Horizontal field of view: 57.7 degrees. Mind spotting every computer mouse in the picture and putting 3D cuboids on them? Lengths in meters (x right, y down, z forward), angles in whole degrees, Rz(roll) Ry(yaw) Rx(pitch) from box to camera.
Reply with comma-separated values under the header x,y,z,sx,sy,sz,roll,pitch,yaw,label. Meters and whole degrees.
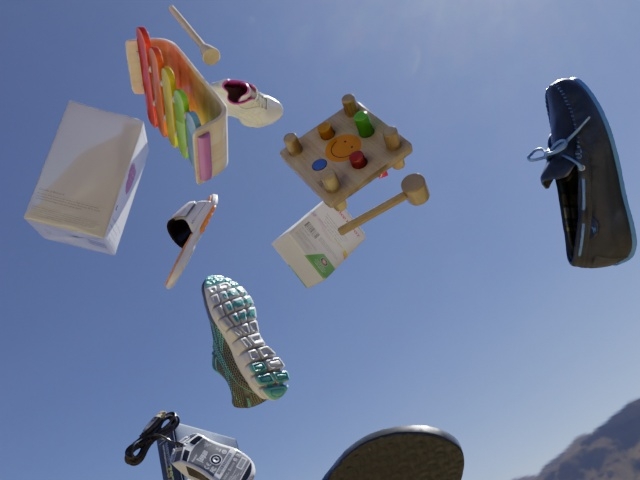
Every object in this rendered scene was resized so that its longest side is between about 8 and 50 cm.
x,y,z,sx,sy,sz,roll,pitch,yaw,label
-0.195,0.340,0.902,0.106,0.193,0.042,-51,-19,-56,computer mouse

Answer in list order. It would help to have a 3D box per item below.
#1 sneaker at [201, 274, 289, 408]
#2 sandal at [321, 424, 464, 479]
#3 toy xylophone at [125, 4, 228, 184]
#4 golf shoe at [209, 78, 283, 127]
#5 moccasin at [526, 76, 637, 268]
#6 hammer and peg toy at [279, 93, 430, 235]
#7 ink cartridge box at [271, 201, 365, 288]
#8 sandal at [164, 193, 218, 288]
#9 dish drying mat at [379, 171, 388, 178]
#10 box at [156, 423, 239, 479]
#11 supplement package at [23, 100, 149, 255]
x,y,z,sx,sy,sz,roll,pitch,yaw,label
-0.105,0.120,0.672,0.076,0.166,0.065,-41,-25,31,sneaker
0.053,0.433,0.949,0.445,0.168,0.107,-52,5,22,sandal
-0.249,-0.264,1.019,0.081,0.322,0.236,-22,-43,-25,toy xylophone
-0.225,-0.431,1.821,0.306,0.115,0.140,0,-10,-42,golf shoe
0.441,-0.119,1.005,0.117,0.341,0.137,-13,-14,4,moccasin
0.081,-0.188,1.416,0.266,0.361,0.127,-35,-39,-7,hammer and peg toy
0.000,0.000,1.530,0.212,0.154,0.093,-43,6,-40,ink cartridge box
-0.293,-0.018,1.240,0.076,0.265,0.102,29,-46,-13,sandal
0.173,-0.227,1.733,0.032,0.083,0.008,-18,10,32,dish drying mat
-0.263,0.529,1.332,0.059,0.183,0.233,-38,-43,12,box
-0.531,-0.140,1.355,0.176,0.292,0.177,15,-17,-7,supplement package
